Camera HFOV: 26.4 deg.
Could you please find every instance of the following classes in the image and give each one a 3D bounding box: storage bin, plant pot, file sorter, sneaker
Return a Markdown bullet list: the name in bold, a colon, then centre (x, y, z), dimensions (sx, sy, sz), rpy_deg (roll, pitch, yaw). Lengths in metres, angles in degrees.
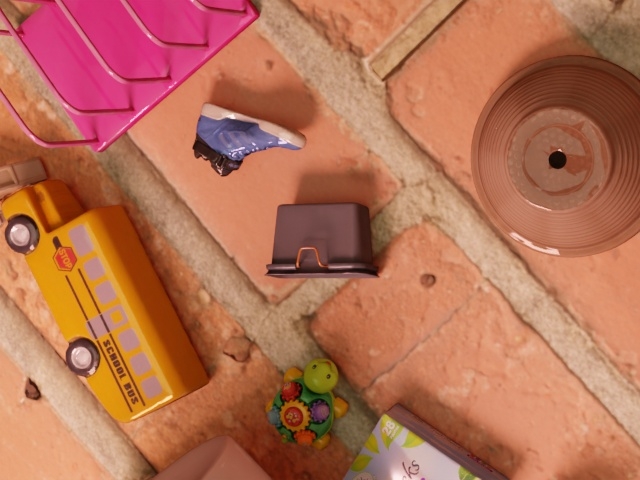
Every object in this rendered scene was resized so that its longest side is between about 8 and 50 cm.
- **storage bin**: centre (0.000, 0.000, 1.684), dimensions (0.135, 0.098, 0.091), rpy_deg (-2, 84, 19)
- **plant pot**: centre (0.281, -0.094, 1.564), dimensions (0.237, 0.110, 0.237), rpy_deg (2, 97, 18)
- **file sorter**: centre (-0.269, -0.273, 1.697), dimensions (0.291, 0.182, 0.202), rpy_deg (-38, 83, 18)
- **sneaker**: centre (-0.093, -0.115, 1.716), dimensions (0.152, 0.058, 0.084), rpy_deg (18, 95, 21)

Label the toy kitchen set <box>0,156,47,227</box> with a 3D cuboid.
- **toy kitchen set**: centre (-0.415, -0.061, 1.849), dimensions (0.083, 0.075, 0.068), rpy_deg (-32, 79, 59)

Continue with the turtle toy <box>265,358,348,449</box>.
- **turtle toy**: centre (-0.017, 0.204, 1.719), dimensions (0.095, 0.066, 0.130), rpy_deg (33, 105, 13)

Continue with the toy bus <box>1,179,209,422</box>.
- **toy bus**: centre (-0.283, 0.070, 1.775), dimensions (0.130, 0.108, 0.332), rpy_deg (-28, 86, 19)

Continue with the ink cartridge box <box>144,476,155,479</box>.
- **ink cartridge box**: centre (-0.181, 0.359, 1.794), dimensions (0.180, 0.060, 0.104), rpy_deg (-13, 92, 19)

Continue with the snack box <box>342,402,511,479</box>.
- **snack box**: centre (0.106, 0.336, 1.688), dimensions (0.174, 0.070, 0.207), rpy_deg (34, 104, 13)

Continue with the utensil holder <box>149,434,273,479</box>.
- **utensil holder**: centre (-0.096, 0.468, 1.593), dimensions (0.327, 0.327, 0.385), rpy_deg (-38, 97, 19)
